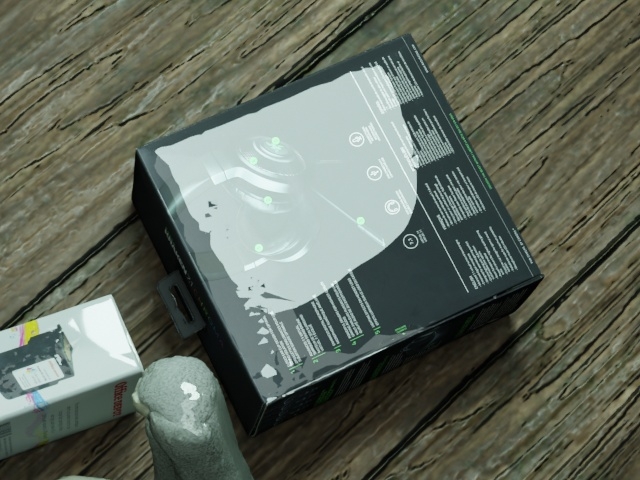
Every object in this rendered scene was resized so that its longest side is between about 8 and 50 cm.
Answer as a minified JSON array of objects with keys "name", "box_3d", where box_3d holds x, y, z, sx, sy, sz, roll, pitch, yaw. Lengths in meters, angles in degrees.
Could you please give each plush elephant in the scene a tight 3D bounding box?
[{"name":"plush elephant","box_3d":[-0.165,0.275,1.405,0.255,0.330,0.272,-9,58,13]}]

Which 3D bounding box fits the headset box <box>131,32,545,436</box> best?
[{"name":"headset box","box_3d":[0.000,0.000,1.569,0.283,0.131,0.246,-25,77,-15]}]

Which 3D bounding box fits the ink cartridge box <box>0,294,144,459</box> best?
[{"name":"ink cartridge box","box_3d":[-0.238,0.120,1.499,0.175,0.127,0.072,-19,73,-14]}]
